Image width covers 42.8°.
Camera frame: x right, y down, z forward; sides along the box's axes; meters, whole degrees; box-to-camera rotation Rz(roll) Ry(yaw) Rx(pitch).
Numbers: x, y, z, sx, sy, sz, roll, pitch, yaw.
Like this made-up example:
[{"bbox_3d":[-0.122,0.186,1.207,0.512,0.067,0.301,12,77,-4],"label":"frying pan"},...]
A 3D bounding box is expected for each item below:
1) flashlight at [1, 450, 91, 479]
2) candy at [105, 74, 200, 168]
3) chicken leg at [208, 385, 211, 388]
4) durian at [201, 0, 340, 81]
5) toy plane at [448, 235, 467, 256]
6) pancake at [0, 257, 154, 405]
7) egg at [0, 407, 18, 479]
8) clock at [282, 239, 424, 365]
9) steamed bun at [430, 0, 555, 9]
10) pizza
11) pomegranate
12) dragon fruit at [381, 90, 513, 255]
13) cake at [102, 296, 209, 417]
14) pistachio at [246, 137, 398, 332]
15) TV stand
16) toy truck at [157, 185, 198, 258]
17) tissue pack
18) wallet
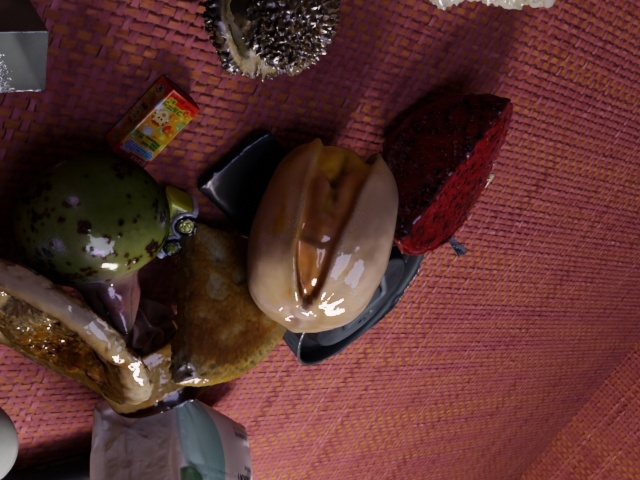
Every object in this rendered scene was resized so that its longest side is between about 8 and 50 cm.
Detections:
[{"bbox_3d":[-0.522,0.442,1.459,0.423,0.103,0.103,-8,134,-35],"label":"flashlight"},{"bbox_3d":[-0.230,-0.161,1.122,0.122,0.038,0.062,-44,142,8],"label":"candy"},{"bbox_3d":[-0.203,0.248,1.547,0.197,0.069,0.085,-20,141,-33],"label":"chicken leg"},{"bbox_3d":[-0.061,-0.298,1.025,0.196,0.196,0.167,-49,151,14],"label":"durian"},{"bbox_3d":[0.217,-0.046,1.578,0.053,0.078,0.197,-38,128,4],"label":"toy plane"},{"bbox_3d":[-0.373,0.120,1.098,0.356,0.356,0.065,69,39,-51],"label":"pancake"},{"bbox_3d":[-0.551,0.313,1.257,0.151,0.151,0.209,-33,148,-7],"label":"egg"},{"bbox_3d":[0.062,0.100,1.540,0.325,0.067,0.325,-37,156,-19],"label":"clock"},{"bbox_3d":[0.221,-0.424,1.036,0.273,0.272,0.290,-42,146,4],"label":"steamed bun"},{"bbox_3d":[-0.133,0.125,1.310,0.257,0.269,0.087,23,142,-39],"label":"pizza"},{"bbox_3d":[-0.289,0.006,1.081,0.214,0.214,0.248,-20,102,-23],"label":"pomegranate"},{"bbox_3d":[0.194,-0.115,1.433,0.317,0.152,0.205,-52,152,-9],"label":"dragon fruit"},{"bbox_3d":[-0.279,0.166,1.323,0.207,0.185,0.178,-14,104,3],"label":"cake"},{"bbox_3d":[0.000,0.000,1.275,0.229,0.229,0.309,10,96,-45],"label":"pistachio"},{"bbox_3d":[-0.437,-0.206,0.867,0.269,0.088,0.083,-10,134,-31],"label":"TV stand"},{"bbox_3d":[-0.239,-0.028,1.232,0.077,0.076,0.111,29,111,-32],"label":"toy truck"},{"bbox_3d":[-0.253,0.434,1.469,0.193,0.266,0.356,-13,154,11],"label":"tissue pack"},{"bbox_3d":[-0.081,-0.065,1.351,0.146,0.030,0.285,-38,143,3],"label":"wallet"}]
